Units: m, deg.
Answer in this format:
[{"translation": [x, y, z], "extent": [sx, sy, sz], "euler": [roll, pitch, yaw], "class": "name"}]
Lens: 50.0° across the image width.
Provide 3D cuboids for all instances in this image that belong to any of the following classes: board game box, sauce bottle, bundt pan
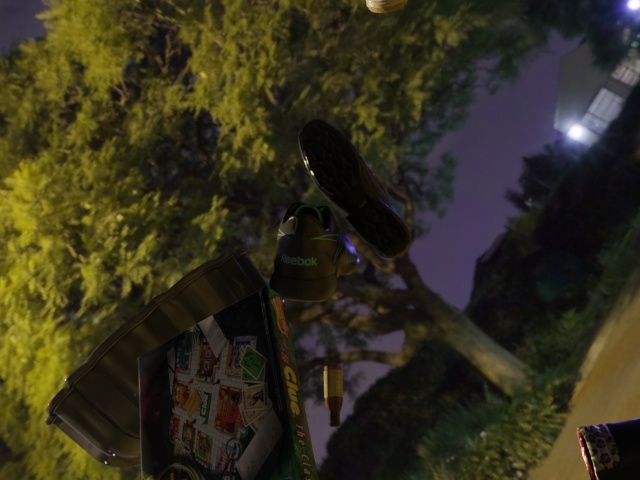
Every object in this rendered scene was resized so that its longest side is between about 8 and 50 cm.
[{"translation": [-0.064, 0.169, 0.467], "extent": [0.136, 0.260, 0.030], "euler": [-27, -40, 18], "class": "board game box"}, {"translation": [0.027, 0.332, 1.464], "extent": [0.042, 0.042, 0.128], "euler": [61, -152, -71], "class": "sauce bottle"}, {"translation": [-0.177, 0.163, 0.883], "extent": [0.331, 0.124, 0.331], "euler": [-41, -6, -6], "class": "bundt pan"}]

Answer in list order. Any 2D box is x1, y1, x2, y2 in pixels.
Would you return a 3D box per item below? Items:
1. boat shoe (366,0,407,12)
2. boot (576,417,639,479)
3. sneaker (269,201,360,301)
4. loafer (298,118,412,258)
[{"translation": [0.069, -0.318, 0.720], "extent": [0.059, 0.062, 0.170], "euler": [65, -159, -57], "class": "boat shoe"}, {"translation": [0.439, 0.316, 0.847], "extent": [0.085, 0.178, 0.237], "euler": [71, -171, -50], "class": "boot"}, {"translation": [0.000, 0.000, 0.899], "extent": [0.267, 0.101, 0.106], "euler": [-59, -29, -77], "class": "sneaker"}, {"translation": [0.045, -0.070, 0.959], "extent": [0.076, 0.223, 0.078], "euler": [-37, 5, 2], "class": "loafer"}]
